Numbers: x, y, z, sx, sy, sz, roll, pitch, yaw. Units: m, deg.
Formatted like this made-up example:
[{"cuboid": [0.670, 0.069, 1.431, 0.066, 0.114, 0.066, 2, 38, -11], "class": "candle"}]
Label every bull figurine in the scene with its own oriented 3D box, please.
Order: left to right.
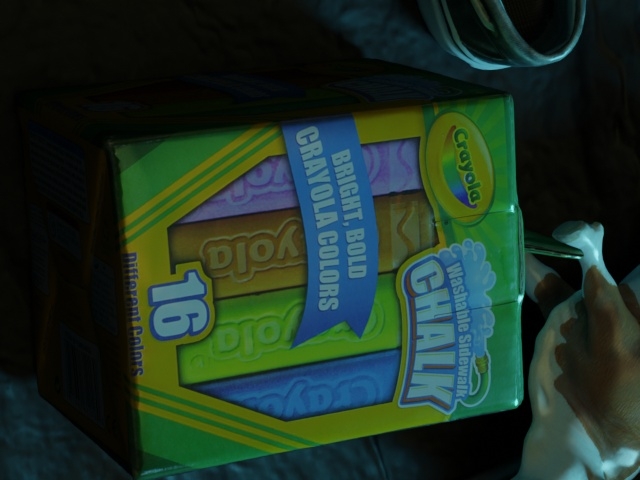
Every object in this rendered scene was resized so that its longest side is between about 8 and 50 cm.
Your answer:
[{"cuboid": [0.210, 0.048, 1.161, 0.310, 0.101, 0.188, -32, 110, -15], "class": "bull figurine"}]

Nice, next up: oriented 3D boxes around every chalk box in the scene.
[{"cuboid": [0.000, 0.000, 1.017, 0.289, 0.180, 0.179, -9, 104, -23], "class": "chalk box"}]

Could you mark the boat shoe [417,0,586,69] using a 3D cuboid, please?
[{"cuboid": [0.091, -0.256, 1.037, 0.121, 0.119, 0.335, -24, 109, -18], "class": "boat shoe"}]
